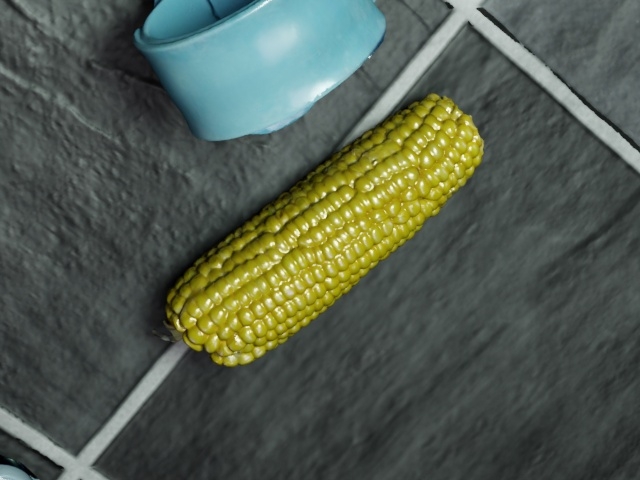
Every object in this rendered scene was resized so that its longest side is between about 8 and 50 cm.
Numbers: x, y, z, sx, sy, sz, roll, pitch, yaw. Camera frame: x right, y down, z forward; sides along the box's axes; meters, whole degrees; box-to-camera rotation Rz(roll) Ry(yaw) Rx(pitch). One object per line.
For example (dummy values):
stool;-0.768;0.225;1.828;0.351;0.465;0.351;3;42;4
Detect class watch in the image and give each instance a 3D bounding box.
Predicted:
watch;-0.040;-0.168;1.420;0.211;0.193;0.211;-5;111;-12

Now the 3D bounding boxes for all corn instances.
corn;0.000;0.000;1.537;0.310;0.101;0.101;-36;113;0

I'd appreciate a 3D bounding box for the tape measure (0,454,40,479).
tape measure;-0.272;0.224;1.568;0.091;0.054;0.094;17;105;-25
